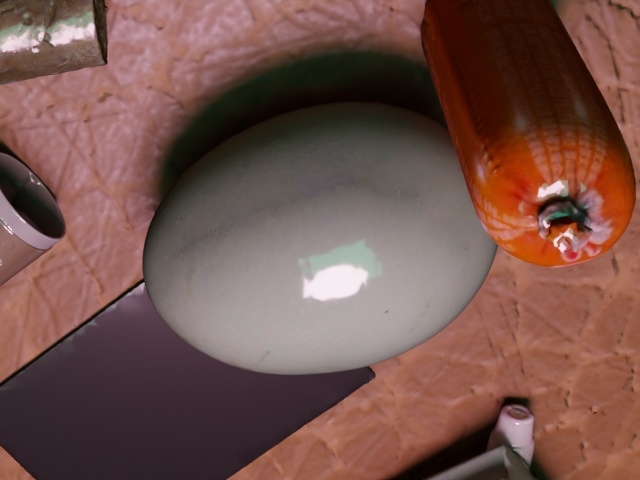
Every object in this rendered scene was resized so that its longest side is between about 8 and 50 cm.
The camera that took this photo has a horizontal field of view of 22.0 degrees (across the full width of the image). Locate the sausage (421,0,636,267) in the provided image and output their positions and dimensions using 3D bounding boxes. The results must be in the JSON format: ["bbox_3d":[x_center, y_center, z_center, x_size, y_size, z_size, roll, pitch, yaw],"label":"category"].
[{"bbox_3d":[0.118,-0.068,0.940,0.093,0.312,0.093,-1,117,-3],"label":"sausage"}]

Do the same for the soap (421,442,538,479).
[{"bbox_3d":[0.080,0.237,1.198,0.198,0.063,0.114,-28,113,22],"label":"soap"}]

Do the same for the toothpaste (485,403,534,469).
[{"bbox_3d":[0.130,0.218,1.235,0.052,0.033,0.218,7,119,-2],"label":"toothpaste"}]

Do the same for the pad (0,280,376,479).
[{"bbox_3d":[-0.107,0.108,1.174,0.245,0.006,0.170,-36,114,12],"label":"pad"}]

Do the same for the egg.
[{"bbox_3d":[0.000,0.000,1.041,0.231,0.168,0.168,-14,116,5],"label":"egg"}]

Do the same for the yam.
[{"bbox_3d":[-0.216,-0.125,1.021,0.169,0.068,0.068,-11,116,-1],"label":"yam"}]

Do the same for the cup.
[{"bbox_3d":[-0.236,-0.011,1.068,0.099,0.074,0.102,-37,113,13],"label":"cup"}]
